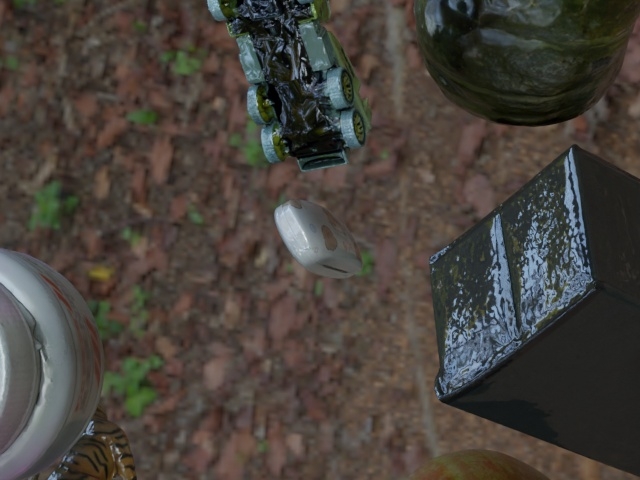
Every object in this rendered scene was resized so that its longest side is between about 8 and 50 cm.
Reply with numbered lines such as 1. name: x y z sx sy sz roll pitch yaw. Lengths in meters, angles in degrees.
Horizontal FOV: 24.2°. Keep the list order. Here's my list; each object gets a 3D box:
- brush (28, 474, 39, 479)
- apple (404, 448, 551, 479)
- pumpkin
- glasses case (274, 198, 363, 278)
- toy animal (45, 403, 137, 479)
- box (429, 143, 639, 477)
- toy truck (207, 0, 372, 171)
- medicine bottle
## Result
1. brush: -0.392 0.330 2.021 0.070 0.021 0.196 -110 37 -79
2. apple: 0.195 0.374 1.761 0.234 0.257 0.257 164 112 -77
3. pumpkin: 0.171 -0.224 1.356 0.242 0.325 0.232 27 121 8
4. glasses case: 0.000 0.000 1.364 0.041 0.164 0.063 -32 75 11
5. toy animal: -0.280 0.285 1.652 0.114 0.255 0.116 -16 114 32
6. box: 0.330 0.091 1.653 0.251 0.345 0.204 -42 36 38
7. toy truck: -0.016 -0.157 1.205 0.085 0.191 0.116 -11 26 20
8. medicine bottle: -0.364 0.125 1.468 0.325 0.256 0.256 51 -135 -83
